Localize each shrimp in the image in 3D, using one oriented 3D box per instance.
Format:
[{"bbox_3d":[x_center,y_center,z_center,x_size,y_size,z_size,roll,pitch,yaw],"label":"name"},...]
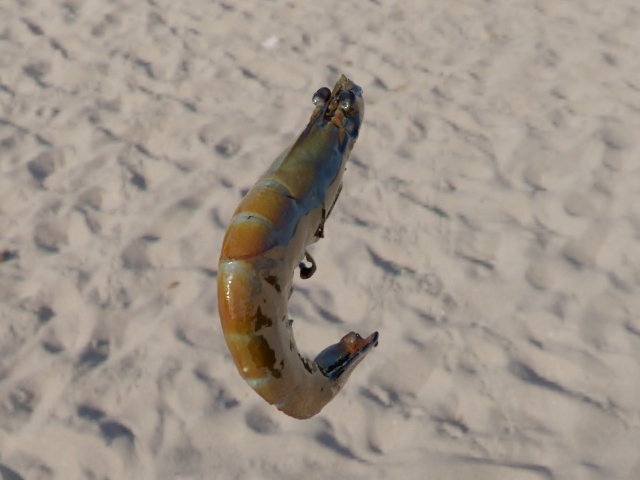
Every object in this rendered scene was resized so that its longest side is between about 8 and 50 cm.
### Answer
[{"bbox_3d":[0.000,0.000,0.356,0.025,0.091,0.127,1,58,32],"label":"shrimp"}]
